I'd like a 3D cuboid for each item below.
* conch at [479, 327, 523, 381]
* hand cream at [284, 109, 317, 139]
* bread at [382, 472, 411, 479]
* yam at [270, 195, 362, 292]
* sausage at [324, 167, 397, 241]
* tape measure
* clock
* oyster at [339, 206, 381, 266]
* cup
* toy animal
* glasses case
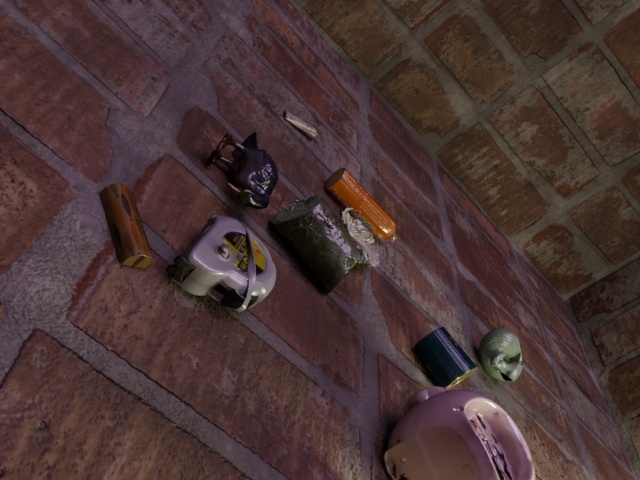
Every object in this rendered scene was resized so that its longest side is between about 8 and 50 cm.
[{"bbox_3d":[0.621,0.403,2.372,0.200,0.131,0.172,-27,108,-39],"label":"conch"},{"bbox_3d":[-0.069,-0.404,2.349,0.143,0.039,0.061,33,32,-29],"label":"hand cream"},{"bbox_3d":[0.113,0.521,1.270,0.169,0.140,0.160,32,37,-38],"label":"bread"},{"bbox_3d":[0.000,0.000,1.761,0.254,0.154,0.154,53,23,-3],"label":"yam"},{"bbox_3d":[0.150,-0.104,2.260,0.312,0.093,0.093,45,25,-19],"label":"sausage"},{"bbox_3d":[-0.184,0.050,1.390,0.197,0.120,0.236,42,30,-10],"label":"tape measure"},{"bbox_3d":[0.355,0.509,1.577,0.376,0.250,0.368,14,45,-55],"label":"clock"},{"bbox_3d":[0.108,0.007,2.041,0.223,0.083,0.214,45,27,-30],"label":"oyster"},{"bbox_3d":[0.363,0.352,1.997,0.155,0.131,0.176,57,-6,18],"label":"cup"},{"bbox_3d":[-0.189,-0.184,1.716,0.185,0.122,0.298,36,19,-11],"label":"toy animal"},{"bbox_3d":[-0.362,-0.029,1.277,0.064,0.041,0.170,19,40,-53],"label":"glasses case"}]
